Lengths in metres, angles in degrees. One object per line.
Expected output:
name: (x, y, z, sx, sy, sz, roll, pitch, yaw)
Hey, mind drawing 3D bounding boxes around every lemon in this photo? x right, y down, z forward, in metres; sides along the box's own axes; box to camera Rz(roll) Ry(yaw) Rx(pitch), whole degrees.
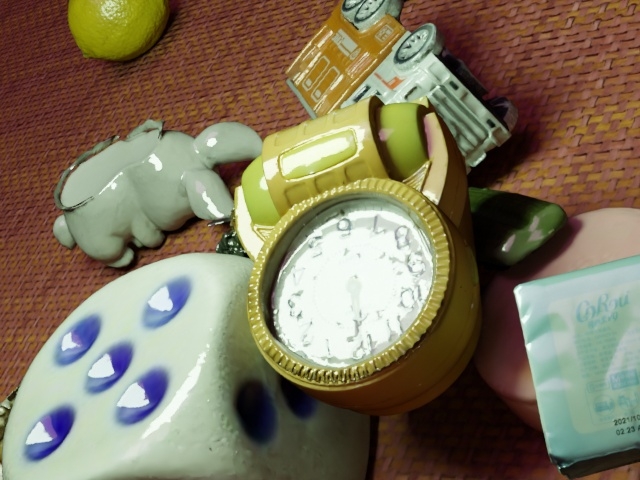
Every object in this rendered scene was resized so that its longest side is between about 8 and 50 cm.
lemon: (-0.369, -0.414, 2.661, 0.203, 0.178, 0.178, -54, 31, 7)

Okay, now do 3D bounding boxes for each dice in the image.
dice: (-0.143, 0.210, 1.598, 0.304, 0.277, 0.304, -26, 37, 30)

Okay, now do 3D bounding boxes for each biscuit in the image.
biscuit: (0.182, -0.018, 1.621, 0.099, 0.038, 0.322, -41, 11, -5)

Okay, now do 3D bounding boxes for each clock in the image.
clock: (0.049, 0.026, 1.493, 0.244, 0.200, 0.317, -22, 55, 20)

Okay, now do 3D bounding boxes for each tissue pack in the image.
tissue pack: (0.319, 0.097, 1.289, 0.263, 0.089, 0.177, -16, 69, 16)

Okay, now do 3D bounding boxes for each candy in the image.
candy: (0.263, 0.078, 1.467, 0.255, 0.094, 0.255, -28, 35, 22)

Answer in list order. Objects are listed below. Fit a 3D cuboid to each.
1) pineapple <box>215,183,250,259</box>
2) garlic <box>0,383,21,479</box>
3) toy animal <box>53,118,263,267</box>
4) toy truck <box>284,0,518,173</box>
pineapple: (-0.093, -0.004, 1.961, 0.197, 0.108, 0.108, -56, 32, 4)
garlic: (-0.320, 0.255, 1.817, 0.257, 0.207, 0.207, -33, 33, 2)
toy animal: (-0.246, -0.075, 2.154, 0.325, 0.154, 0.208, -9, 52, 36)
toy truck: (0.087, -0.184, 1.881, 0.207, 0.173, 0.387, -45, 24, 7)
